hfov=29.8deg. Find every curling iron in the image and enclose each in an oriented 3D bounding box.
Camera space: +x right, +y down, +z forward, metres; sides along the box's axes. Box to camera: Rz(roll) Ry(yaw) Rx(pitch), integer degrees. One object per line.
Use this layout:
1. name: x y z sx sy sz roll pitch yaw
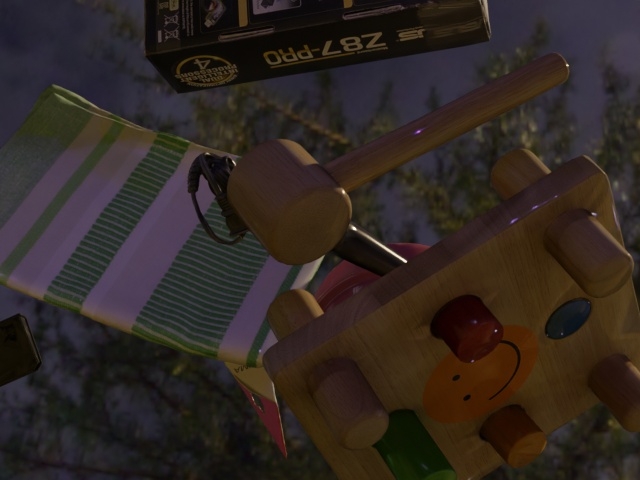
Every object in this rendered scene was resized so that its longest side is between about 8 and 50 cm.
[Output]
1. curling iron: 0.000 0.000 0.891 0.035 0.068 0.274 -27 -32 29

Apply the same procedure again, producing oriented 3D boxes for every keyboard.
1. keyboard: -0.461 0.152 1.586 0.180 0.108 0.023 -24 -5 9

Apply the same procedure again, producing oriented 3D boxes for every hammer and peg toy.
1. hammer and peg toy: 0.099 0.053 0.810 0.266 0.127 0.361 -31 -42 -4

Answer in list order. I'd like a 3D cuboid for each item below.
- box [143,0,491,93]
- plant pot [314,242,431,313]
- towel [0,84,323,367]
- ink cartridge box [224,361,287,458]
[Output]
1. box: -0.013 -0.358 1.178 0.318 0.394 0.097 -9 -22 13
2. plant pot: 0.073 0.128 1.123 0.201 0.180 0.201 4 -65 8
3. towel: -0.158 -0.018 1.112 0.325 0.247 0.038 21 -44 5
4. ink cartridge box: -0.105 0.100 1.278 0.066 0.189 0.232 -14 -59 -18
